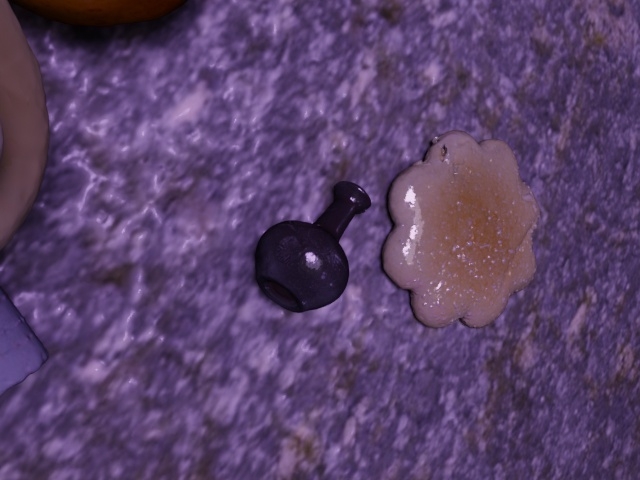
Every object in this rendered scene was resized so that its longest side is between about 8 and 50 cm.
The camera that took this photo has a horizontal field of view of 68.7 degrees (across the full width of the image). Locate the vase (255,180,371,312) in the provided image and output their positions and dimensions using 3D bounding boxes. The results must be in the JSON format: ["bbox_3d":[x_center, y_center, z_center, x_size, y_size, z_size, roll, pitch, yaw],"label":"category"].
[{"bbox_3d":[0.000,0.000,0.589,0.120,0.120,0.183,48,58,-18],"label":"vase"}]

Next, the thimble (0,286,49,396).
[{"bbox_3d":[-0.348,0.105,0.420,0.151,0.127,0.118,-32,102,-21],"label":"thimble"}]

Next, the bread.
[{"bbox_3d":[0.227,-0.012,0.716,0.316,0.054,0.316,-1,92,-26],"label":"bread"}]

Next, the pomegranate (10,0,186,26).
[{"bbox_3d":[-0.210,-0.327,0.402,0.264,0.264,0.264,-1,92,-24],"label":"pomegranate"}]

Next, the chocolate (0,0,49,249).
[{"bbox_3d":[-0.341,-0.100,0.268,0.326,0.297,0.314,58,29,-34],"label":"chocolate"}]
